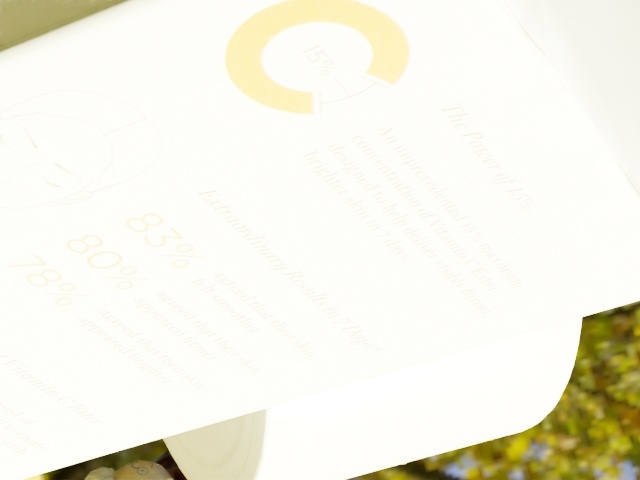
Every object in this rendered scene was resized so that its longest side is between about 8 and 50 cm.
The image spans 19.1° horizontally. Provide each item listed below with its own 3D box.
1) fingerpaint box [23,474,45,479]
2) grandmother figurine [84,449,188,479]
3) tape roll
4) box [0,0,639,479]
[{"bbox_3d":[-0.377,0.237,0.968,0.371,0.445,0.163,-16,-71,14],"label":"fingerpaint box"},{"bbox_3d":[-0.085,0.224,1.892,0.208,0.342,0.104,-1,-78,57],"label":"grandmother figurine"},{"bbox_3d":[0.000,0.000,0.969,0.246,0.169,0.246,167,-90,-69],"label":"tape roll"},{"bbox_3d":[-0.077,-0.054,0.644,0.345,0.215,0.168,-18,-127,22],"label":"box"}]
